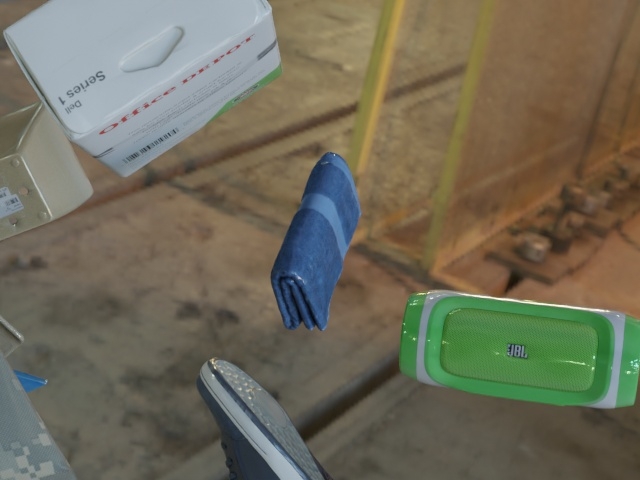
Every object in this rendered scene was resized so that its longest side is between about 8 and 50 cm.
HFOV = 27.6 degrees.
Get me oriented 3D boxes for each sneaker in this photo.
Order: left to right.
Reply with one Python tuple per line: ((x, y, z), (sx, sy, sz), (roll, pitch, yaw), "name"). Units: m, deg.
((-0.075, 0.228, 1.121), (0.226, 0.163, 0.086), (53, 12, 4), "sneaker")

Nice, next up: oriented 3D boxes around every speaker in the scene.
((0.255, 0.138, 1.668), (0.296, 0.131, 0.131), (6, 23, 12), "speaker")

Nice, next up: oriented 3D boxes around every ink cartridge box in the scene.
((-0.118, -0.134, 0.945), (0.092, 0.160, 0.219), (56, -2, 4), "ink cartridge box")

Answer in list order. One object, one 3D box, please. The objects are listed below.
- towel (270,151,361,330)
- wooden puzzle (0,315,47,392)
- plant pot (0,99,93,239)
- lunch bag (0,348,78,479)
((0.000, 0.000, 0.896), (0.029, 0.067, 0.119), (4, 48, 21), "towel")
((-0.221, 0.055, 0.762), (0.116, 0.078, 0.014), (53, 12, -18), "wooden puzzle")
((-0.295, -0.057, 1.249), (0.109, 0.109, 0.096), (-20, 21, 8), "plant pot")
((-0.217, 0.184, 0.483), (0.287, 0.169, 0.235), (-18, 65, -40), "lunch bag")
